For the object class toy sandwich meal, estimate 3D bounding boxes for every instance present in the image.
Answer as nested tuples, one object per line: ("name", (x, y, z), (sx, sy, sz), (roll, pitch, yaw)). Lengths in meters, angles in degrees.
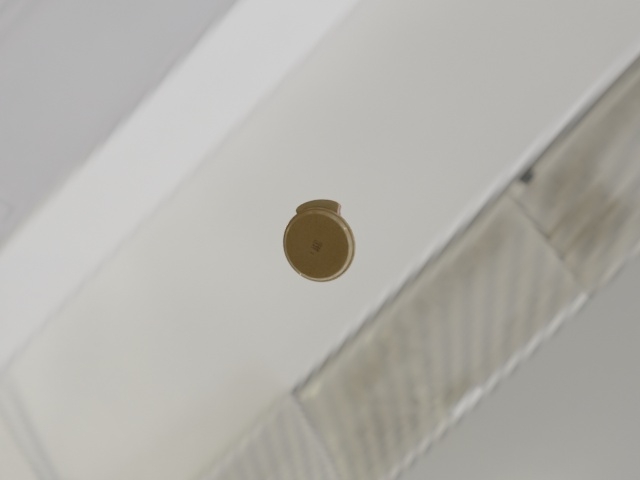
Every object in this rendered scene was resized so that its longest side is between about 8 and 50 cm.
("toy sandwich meal", (0.000, 0.000, 1.883), (0.085, 0.029, 0.086), (4, -77, 18))
